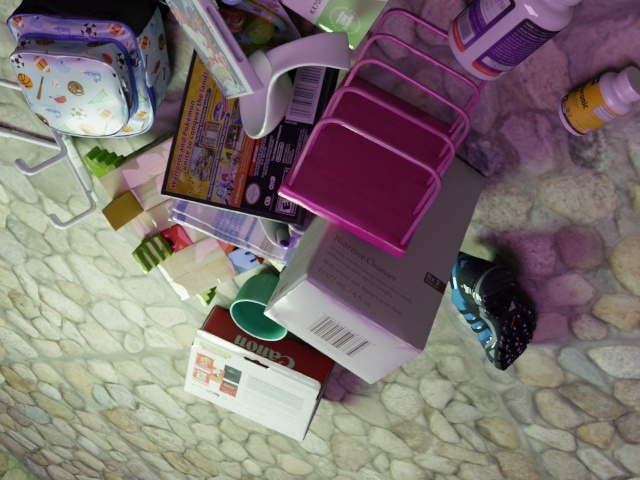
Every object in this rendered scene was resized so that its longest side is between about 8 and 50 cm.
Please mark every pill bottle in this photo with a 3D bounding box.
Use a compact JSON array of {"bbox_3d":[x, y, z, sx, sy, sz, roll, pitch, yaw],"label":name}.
[{"bbox_3d":[0.269,-0.307,1.278,0.108,0.108,0.193,38,141,-13],"label":"pill bottle"},{"bbox_3d":[0.401,-0.200,1.358,0.065,0.065,0.116,42,139,-18],"label":"pill bottle"}]

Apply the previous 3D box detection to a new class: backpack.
[{"bbox_3d":[-0.376,-0.290,1.611,0.276,0.213,0.263,11,150,16],"label":"backpack"}]

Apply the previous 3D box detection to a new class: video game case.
[{"bbox_3d":[-0.115,-0.181,1.550,0.248,0.275,0.035,13,180,17],"label":"video game case"},{"bbox_3d":[-0.162,-0.296,1.425,0.183,0.023,0.201,59,169,-14],"label":"video game case"}]

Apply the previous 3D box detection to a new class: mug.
[{"bbox_3d":[-0.099,0.133,2.002,0.157,0.097,0.129,3,135,27],"label":"mug"}]

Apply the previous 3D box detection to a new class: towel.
[{"bbox_3d":[-0.104,-0.079,1.697,0.285,0.034,0.209,23,102,-12],"label":"towel"}]

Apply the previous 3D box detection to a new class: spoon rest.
[{"bbox_3d":[-0.062,-0.239,1.412,0.084,0.137,0.276,2,168,-31],"label":"spoon rest"}]

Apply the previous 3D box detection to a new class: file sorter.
[{"bbox_3d":[0.105,-0.168,1.390,0.202,0.291,0.182,28,139,-1],"label":"file sorter"}]

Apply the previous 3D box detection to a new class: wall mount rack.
[{"bbox_3d":[-0.556,-0.197,1.848,0.304,0.130,0.350,55,167,26],"label":"wall mount rack"}]

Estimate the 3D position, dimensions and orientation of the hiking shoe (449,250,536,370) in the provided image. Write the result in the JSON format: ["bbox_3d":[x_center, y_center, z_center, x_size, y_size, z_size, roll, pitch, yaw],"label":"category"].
[{"bbox_3d":[0.313,0.123,1.771,0.132,0.113,0.304,38,161,39],"label":"hiking shoe"}]

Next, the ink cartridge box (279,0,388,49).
[{"bbox_3d":[-0.042,-0.445,1.294,0.353,0.119,0.207,32,143,-5],"label":"ink cartridge box"}]

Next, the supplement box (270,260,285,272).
[{"bbox_3d":[-0.064,0.011,1.876,0.083,0.056,0.083,-20,122,44],"label":"supplement box"}]

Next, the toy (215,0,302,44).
[{"bbox_3d":[-0.114,-0.330,1.419,0.137,0.056,0.237,23,175,11],"label":"toy"}]

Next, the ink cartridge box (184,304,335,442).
[{"bbox_3d":[-0.136,0.288,2.174,0.309,0.130,0.272,23,140,5],"label":"ink cartridge box"}]

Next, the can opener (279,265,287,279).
[{"bbox_3d":[0.026,0.010,1.755,0.076,0.095,0.283,36,121,-14],"label":"can opener"}]

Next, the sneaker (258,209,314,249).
[{"bbox_3d":[-0.001,0.000,1.619,0.282,0.161,0.102,42,129,-8],"label":"sneaker"}]

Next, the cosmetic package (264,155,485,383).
[{"bbox_3d":[0.095,0.002,1.511,0.217,0.385,0.156,33,143,-11],"label":"cosmetic package"}]

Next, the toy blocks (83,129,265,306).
[{"bbox_3d":[-0.223,-0.067,1.797,0.261,0.191,0.381,-24,108,25],"label":"toy blocks"}]
